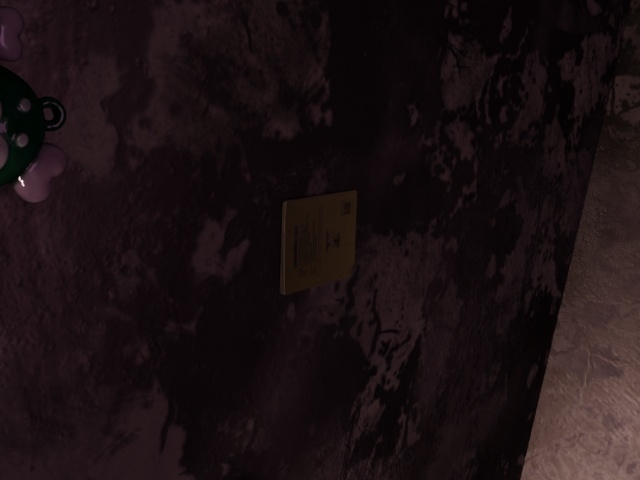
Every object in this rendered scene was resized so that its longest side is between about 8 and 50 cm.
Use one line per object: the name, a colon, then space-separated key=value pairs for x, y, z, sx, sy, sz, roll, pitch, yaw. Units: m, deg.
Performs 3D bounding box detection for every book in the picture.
book: x=0.000 y=0.000 z=1.229 sx=0.192 sy=0.013 sz=0.168 roll=-12 pitch=109 yaw=-47

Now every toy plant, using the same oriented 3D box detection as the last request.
toy plant: x=-0.374 y=-0.115 z=0.687 sx=0.243 sy=0.112 sz=0.233 roll=-40 pitch=127 yaw=-28
